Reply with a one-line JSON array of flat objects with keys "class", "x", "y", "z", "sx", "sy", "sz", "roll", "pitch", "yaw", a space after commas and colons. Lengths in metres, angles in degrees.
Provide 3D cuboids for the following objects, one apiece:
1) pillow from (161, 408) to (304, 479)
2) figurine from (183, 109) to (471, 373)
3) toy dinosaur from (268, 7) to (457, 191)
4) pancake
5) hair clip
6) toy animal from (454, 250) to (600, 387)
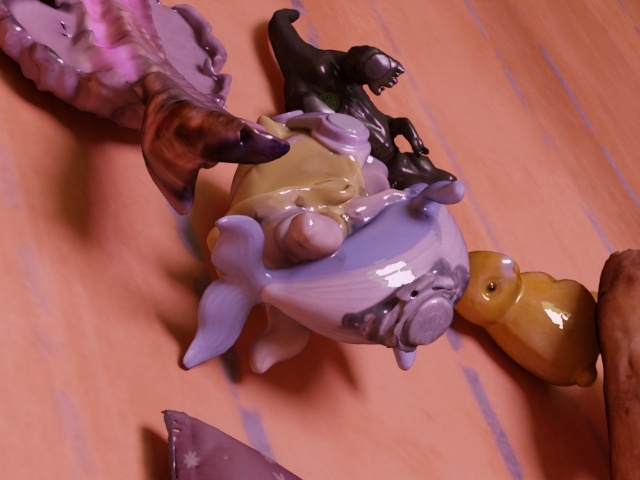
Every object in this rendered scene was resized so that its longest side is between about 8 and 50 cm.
[{"class": "pillow", "x": -0.002, "y": 0.159, "z": 0.649, "sx": 0.185, "sy": 0.043, "sz": 0.118, "roll": 33, "pitch": 29, "yaw": -22}, {"class": "figurine", "x": 0.000, "y": 0.000, "z": 0.771, "sx": 0.184, "sy": 0.128, "sz": 0.208, "roll": 35, "pitch": 33, "yaw": 32}, {"class": "toy dinosaur", "x": 0.014, "y": -0.091, "z": 1.024, "sx": 0.187, "sy": 0.087, "sz": 0.179, "roll": 56, "pitch": -10, "yaw": -12}, {"class": "pancake", "x": 0.221, "y": 0.119, "z": 0.900, "sx": 0.257, "sy": 0.056, "sz": 0.212, "roll": -52, "pitch": 132, "yaw": -67}, {"class": "hair clip", "x": -0.106, "y": -0.098, "z": 0.793, "sx": 0.173, "sy": 0.069, "sz": 0.300, "roll": 21, "pitch": 18, "yaw": -33}, {"class": "toy animal", "x": 0.126, "y": 0.043, "z": 0.946, "sx": 0.159, "sy": 0.070, "sz": 0.083, "roll": 30, "pitch": 30, "yaw": -16}]
